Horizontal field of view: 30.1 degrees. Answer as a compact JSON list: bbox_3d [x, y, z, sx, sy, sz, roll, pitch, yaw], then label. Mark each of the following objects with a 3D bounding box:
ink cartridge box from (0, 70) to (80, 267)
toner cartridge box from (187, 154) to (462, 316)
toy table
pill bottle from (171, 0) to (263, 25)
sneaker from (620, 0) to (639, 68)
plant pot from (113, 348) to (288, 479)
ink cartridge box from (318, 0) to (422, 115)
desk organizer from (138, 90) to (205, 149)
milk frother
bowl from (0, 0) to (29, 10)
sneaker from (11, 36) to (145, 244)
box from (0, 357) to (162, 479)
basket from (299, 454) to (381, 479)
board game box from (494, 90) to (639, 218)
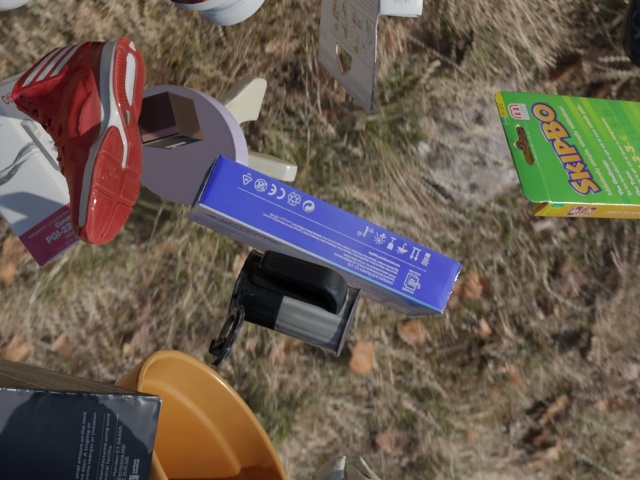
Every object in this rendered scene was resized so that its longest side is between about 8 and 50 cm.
[{"bbox_3d":[-0.364,-0.095,1.508,0.092,0.158,0.218,-34,100,13],"label":"ink cartridge box"},{"bbox_3d":[0.000,0.000,1.585,0.347,0.165,0.075,24,80,-8],"label":"toner cartridge box"},{"bbox_3d":[-0.175,-0.144,1.888,0.161,0.274,0.252,3,119,-50],"label":"toy table"},{"bbox_3d":[-0.098,-0.223,0.866,0.086,0.086,0.152,-32,147,12],"label":"pill bottle"},{"bbox_3d":[0.272,-0.178,0.747,0.084,0.097,0.235,35,76,19],"label":"sneaker"},{"bbox_3d":[-0.193,0.303,1.409,0.203,0.291,0.291,-33,108,17],"label":"plant pot"},{"bbox_3d":[0.057,-0.301,1.424,0.060,0.275,0.239,-4,113,-12],"label":"ink cartridge box"},{"bbox_3d":[-0.171,-0.135,1.346,0.047,0.130,0.050,-15,91,7],"label":"desk organizer"},{"bbox_3d":[-0.039,0.092,1.315,0.134,0.129,0.143,19,78,6],"label":"milk frother"},{"bbox_3d":[-0.364,-0.405,1.469,0.134,0.298,0.298,18,111,-1],"label":"bowl"},{"bbox_3d":[-0.259,-0.103,1.246,0.128,0.087,0.221,0,72,21],"label":"sneaker"},{"bbox_3d":[-0.384,0.192,1.088,0.343,0.312,0.179,6,84,39],"label":"box"},{"bbox_3d":[0.003,0.399,0.857,0.328,0.331,0.266,-31,135,-7],"label":"basket"},{"bbox_3d":[0.286,-0.081,1.161,0.259,0.124,0.039,2,151,-28],"label":"board game box"}]
